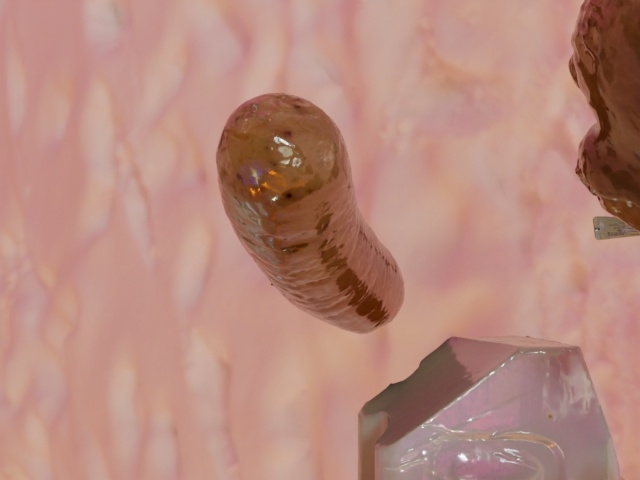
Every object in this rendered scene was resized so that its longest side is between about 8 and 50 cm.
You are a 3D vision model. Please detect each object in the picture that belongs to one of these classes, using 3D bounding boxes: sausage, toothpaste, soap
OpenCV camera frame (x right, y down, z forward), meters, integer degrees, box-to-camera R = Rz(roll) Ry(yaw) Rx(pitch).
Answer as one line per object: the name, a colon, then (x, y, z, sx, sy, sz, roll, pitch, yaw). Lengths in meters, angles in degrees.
sausage: (-0.002, 0.002, 1.048, 0.136, 0.501, 0.123, -37, 64, -3)
toothpaste: (0.603, -0.026, 1.831, 0.197, 0.029, 0.048, -2, 108, 37)
soap: (0.140, 0.257, 0.829, 0.115, 0.208, 0.346, 172, 99, -81)

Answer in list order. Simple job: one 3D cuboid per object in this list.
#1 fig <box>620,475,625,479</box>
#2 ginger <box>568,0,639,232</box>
fig: (0.409, 0.468, 1.543, 0.326, 0.258, 0.258, 18, 106, 58)
ginger: (0.238, -0.054, 0.521, 0.219, 0.123, 0.270, -32, 77, 50)
